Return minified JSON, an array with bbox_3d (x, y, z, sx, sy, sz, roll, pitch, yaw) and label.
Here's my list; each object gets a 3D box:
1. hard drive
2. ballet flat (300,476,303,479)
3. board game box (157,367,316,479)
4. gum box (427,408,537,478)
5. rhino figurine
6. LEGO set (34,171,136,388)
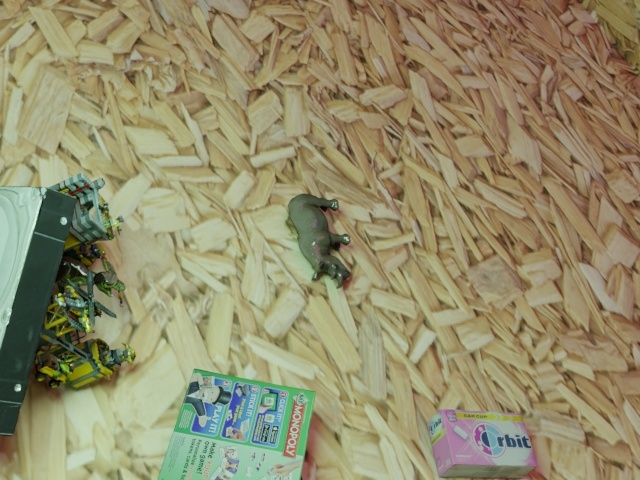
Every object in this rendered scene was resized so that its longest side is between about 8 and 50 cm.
[{"bbox_3d":[-0.480,0.088,1.156,0.064,0.237,0.338,22,77,-48],"label":"hard drive"},{"bbox_3d":[-0.090,0.451,1.239,0.084,0.058,0.250,35,45,3],"label":"ballet flat"},{"bbox_3d":[-0.135,0.354,1.258,0.214,0.046,0.317,11,42,1],"label":"board game box"},{"bbox_3d":[0.302,0.376,1.489,0.189,0.062,0.107,7,50,-20],"label":"gum box"},{"bbox_3d":[0.000,0.000,1.658,0.106,0.073,0.243,2,53,-29],"label":"rhino figurine"},{"bbox_3d":[-0.368,0.056,1.288,0.192,0.255,0.331,-24,50,5],"label":"LEGO set"}]
